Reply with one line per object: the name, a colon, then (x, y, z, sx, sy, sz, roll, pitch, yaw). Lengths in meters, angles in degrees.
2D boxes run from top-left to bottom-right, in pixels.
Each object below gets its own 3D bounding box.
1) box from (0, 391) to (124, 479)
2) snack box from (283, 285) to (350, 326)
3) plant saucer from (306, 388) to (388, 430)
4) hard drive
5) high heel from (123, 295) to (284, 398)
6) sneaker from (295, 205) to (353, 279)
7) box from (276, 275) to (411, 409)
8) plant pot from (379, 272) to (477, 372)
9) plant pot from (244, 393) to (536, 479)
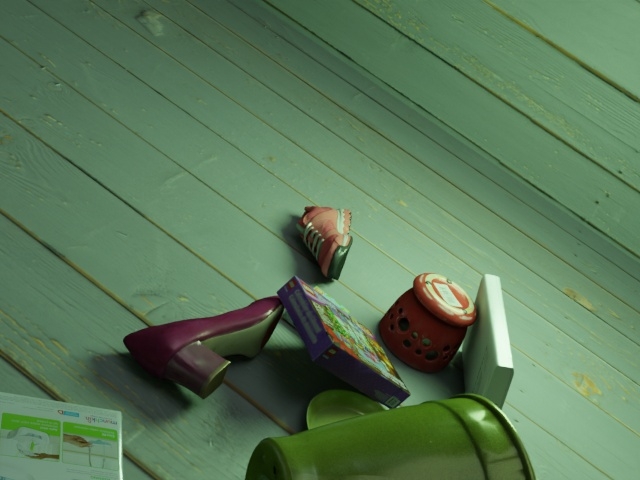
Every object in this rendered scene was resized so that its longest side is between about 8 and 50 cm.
box: (-0.402, 0.328, 1.086, 0.262, 0.126, 0.231, 16, 32, -27)
snack box: (-0.007, 0.165, 1.828, 0.100, 0.037, 0.141, 38, 28, 10)
plant saucer: (0.073, 0.385, 1.556, 0.241, 0.037, 0.241, 23, 29, -14)
hard drive: (0.368, 0.265, 1.832, 0.047, 0.233, 0.353, 10, 29, 1)
high heel: (-0.202, 0.157, 1.570, 0.181, 0.127, 0.377, 30, 23, 12)
sneaker: (0.000, 0.000, 2.055, 0.136, 0.116, 0.314, 16, 23, -6)
box: (0.049, 0.210, 1.662, 0.293, 0.057, 0.201, 39, 13, -44)
plant pot: (0.260, 0.185, 1.919, 0.191, 0.174, 0.191, 26, 28, -15)
plant pot: (0.079, 0.415, 1.232, 0.353, 0.366, 0.366, 5, 37, -22)
